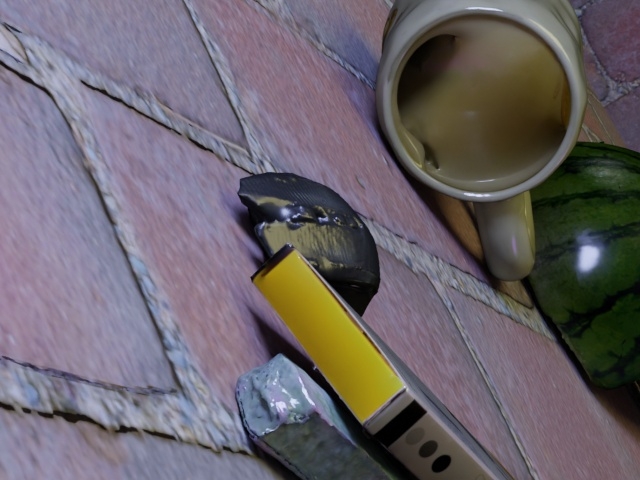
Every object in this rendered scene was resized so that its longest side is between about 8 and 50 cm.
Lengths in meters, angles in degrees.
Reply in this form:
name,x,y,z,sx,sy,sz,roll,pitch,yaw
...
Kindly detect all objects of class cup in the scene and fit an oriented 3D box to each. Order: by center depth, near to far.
name,x,y,z,sx,sy,sz,roll,pitch,yaw
cup,0.158,-0.110,1.451,0.255,0.173,0.202,53,17,-14

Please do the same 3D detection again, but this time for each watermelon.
name,x,y,z,sx,sy,sz,roll,pitch,yaw
watermelon,0.318,0.023,1.703,0.330,0.189,0.331,58,14,-24

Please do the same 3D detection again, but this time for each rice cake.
name,x,y,z,sx,sy,sz,roll,pitch,yaw
rice cake,0.032,0.130,0.844,0.211,0.034,0.043,47,10,-34

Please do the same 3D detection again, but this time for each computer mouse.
name,x,y,z,sx,sy,sz,roll,pitch,yaw
computer mouse,0.000,0.000,0.977,0.135,0.047,0.079,32,29,-55

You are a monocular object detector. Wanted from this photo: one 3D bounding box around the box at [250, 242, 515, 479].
name,x,y,z,sx,sy,sz,roll,pitch,yaw
box,0.062,0.108,0.910,0.247,0.033,0.129,47,1,-42
